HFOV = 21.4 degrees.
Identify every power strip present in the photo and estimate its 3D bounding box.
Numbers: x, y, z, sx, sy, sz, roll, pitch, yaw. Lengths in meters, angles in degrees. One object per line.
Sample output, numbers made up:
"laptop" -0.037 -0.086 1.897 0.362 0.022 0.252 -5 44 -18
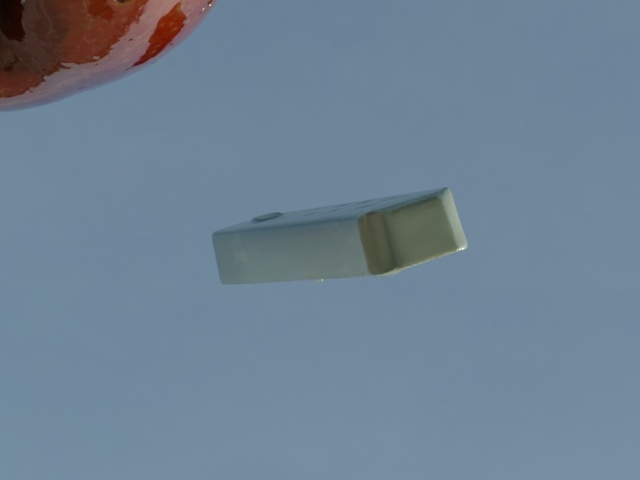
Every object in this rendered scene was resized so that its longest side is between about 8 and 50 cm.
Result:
"power strip" 0.000 0.000 1.529 0.385 0.091 0.062 -5 -80 65

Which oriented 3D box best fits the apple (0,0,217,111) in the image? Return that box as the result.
"apple" -0.225 -0.251 1.227 0.348 0.277 0.348 5 -36 4
